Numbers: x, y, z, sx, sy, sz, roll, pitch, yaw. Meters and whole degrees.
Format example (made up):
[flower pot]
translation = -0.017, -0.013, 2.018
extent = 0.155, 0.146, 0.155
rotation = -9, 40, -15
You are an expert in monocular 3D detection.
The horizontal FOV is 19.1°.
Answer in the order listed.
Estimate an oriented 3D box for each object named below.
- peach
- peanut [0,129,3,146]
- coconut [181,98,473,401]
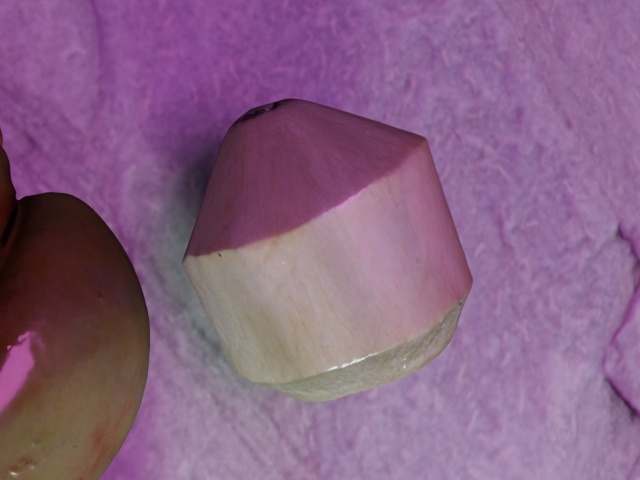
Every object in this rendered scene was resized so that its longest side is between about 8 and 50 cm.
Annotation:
[peach]
translation = -0.250, 0.068, 1.167
extent = 0.292, 0.247, 0.292
rotation = 1, 88, -37
[peanut]
translation = -0.277, -0.135, 1.273
extent = 0.108, 0.095, 0.226
rotation = -23, 99, -33
[coconut]
translation = 0.000, 0.000, 1.402
extent = 0.202, 0.202, 0.222
rotation = -32, 107, -35
